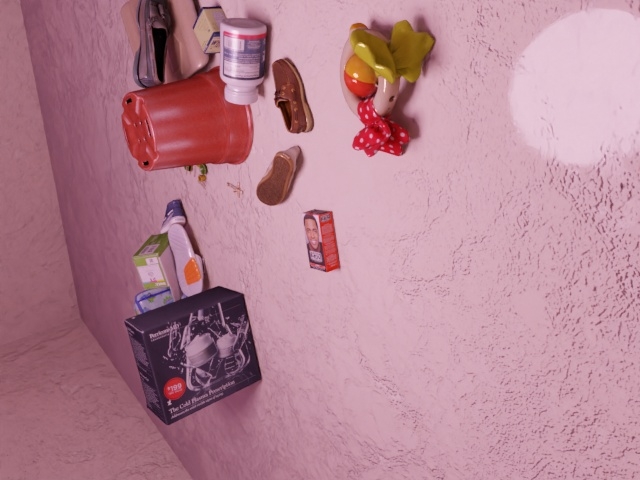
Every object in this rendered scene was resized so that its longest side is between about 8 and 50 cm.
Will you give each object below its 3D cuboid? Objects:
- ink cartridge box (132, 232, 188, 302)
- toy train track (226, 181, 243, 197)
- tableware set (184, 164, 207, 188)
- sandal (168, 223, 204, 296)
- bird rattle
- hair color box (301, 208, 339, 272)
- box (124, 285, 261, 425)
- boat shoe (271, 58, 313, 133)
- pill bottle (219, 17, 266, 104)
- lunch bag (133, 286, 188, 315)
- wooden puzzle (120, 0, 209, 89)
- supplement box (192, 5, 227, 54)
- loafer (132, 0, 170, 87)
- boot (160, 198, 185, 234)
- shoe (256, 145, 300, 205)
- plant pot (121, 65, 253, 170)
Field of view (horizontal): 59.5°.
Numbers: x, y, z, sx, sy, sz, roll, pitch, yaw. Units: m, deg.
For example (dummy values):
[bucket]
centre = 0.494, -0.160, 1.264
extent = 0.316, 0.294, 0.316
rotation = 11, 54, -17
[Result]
[ink cartridge box]
centre = -0.546, 0.125, 1.979
extent = 0.097, 0.189, 0.255
rotation = -8, 113, 9
[toy train track]
centre = -0.253, -0.152, 1.633
extent = 0.083, 0.014, 0.048
rotation = 31, 129, 43
[tableware set]
centre = -0.409, -0.241, 1.790
extent = 0.154, 0.024, 0.104
rotation = 49, 140, 28
[sandal]
centre = -0.453, 0.065, 1.955
extent = 0.101, 0.076, 0.265
rotation = -8, 99, 27
[bird rattle]
centre = 0.105, -0.287, 1.035
extent = 0.254, 0.143, 0.207
rotation = 92, 153, -48
[hair color box]
centre = 0.000, 0.000, 1.340
extent = 0.072, 0.043, 0.141
rotation = 10, 114, 52
[box]
centre = -0.403, 0.354, 1.793
extent = 0.179, 0.343, 0.313
rotation = 7, 113, 53
[boat shoe]
centre = -0.074, -0.326, 1.266
extent = 0.064, 0.060, 0.178
rotation = -20, 90, 55
[pill bottle]
centre = -0.186, -0.424, 1.329
extent = 0.108, 0.108, 0.180
rotation = 38, 134, 37
[lunch bag]
centre = -0.567, 0.243, 2.067
extent = 0.176, 0.219, 0.090
rotation = 57, 142, 19
[wooden puzzle]
centre = -0.441, -0.601, 1.620
extent = 0.347, 0.080, 0.322
rotation = -12, 96, 50
[supplement box]
centre = -0.277, -0.540, 1.440
extent = 0.083, 0.056, 0.083
rotation = -36, 77, 54
[loafer]
centre = -0.433, -0.539, 1.489
extent = 0.084, 0.096, 0.268
rotation = 11, 97, 30
[boot]
centre = -0.533, -0.079, 2.014
extent = 0.190, 0.069, 0.086
rotation = -29, 68, 52
[shoe]
centre = -0.102, -0.158, 1.399
extent = 0.076, 0.058, 0.219
rotation = 34, 145, -3
[plant pot]
centre = -0.362, -0.309, 1.485
extent = 0.272, 0.265, 0.273
rotation = 27, 126, 44
